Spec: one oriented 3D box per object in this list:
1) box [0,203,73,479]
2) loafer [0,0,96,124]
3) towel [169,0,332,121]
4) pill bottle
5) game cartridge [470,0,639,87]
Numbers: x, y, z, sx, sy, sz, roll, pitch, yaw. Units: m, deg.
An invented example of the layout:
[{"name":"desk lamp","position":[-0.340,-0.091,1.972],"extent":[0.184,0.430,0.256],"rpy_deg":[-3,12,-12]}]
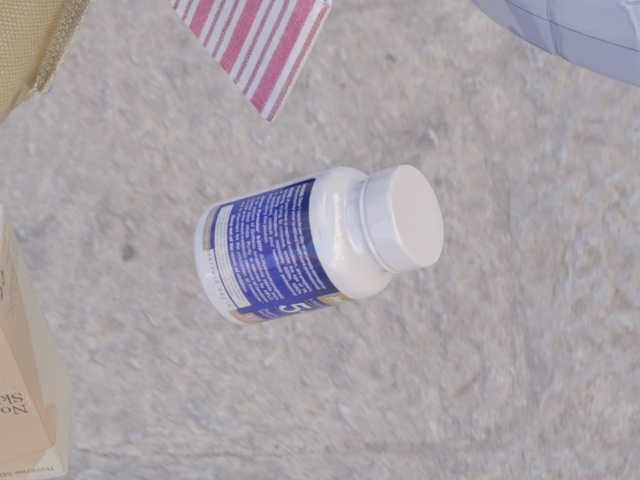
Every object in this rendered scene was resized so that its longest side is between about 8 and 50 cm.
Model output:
[{"name":"box","position":[-0.350,0.113,1.384],"extent":[0.148,0.311,0.121],"rpy_deg":[-7,49,2]},{"name":"loafer","position":[-0.129,-0.067,0.441],"extent":[0.102,0.268,0.092],"rpy_deg":[12,59,-29]},{"name":"towel","position":[-0.068,-0.223,1.255],"extent":[0.029,0.144,0.197],"rpy_deg":[-19,61,-39]},{"name":"pill bottle","position":[0.000,0.000,1.139],"extent":[0.187,0.112,0.112],"rpy_deg":[-15,69,32]},{"name":"game cartridge","position":[0.174,-0.176,0.773],"extent":[0.196,0.060,0.294],"rpy_deg":[-21,32,-6]}]
